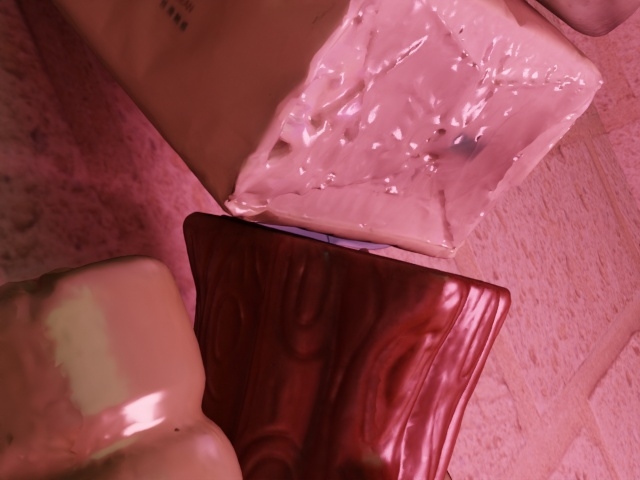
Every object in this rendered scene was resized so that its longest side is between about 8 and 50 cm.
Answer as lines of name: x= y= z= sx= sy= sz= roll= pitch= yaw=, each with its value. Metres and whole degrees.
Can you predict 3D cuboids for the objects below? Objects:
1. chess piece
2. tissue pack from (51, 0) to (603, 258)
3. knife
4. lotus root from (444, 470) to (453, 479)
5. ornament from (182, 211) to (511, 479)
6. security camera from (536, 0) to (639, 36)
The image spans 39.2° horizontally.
chess piece: x=-0.077 y=0.236 z=0.431 sx=0.234 sy=0.234 sz=0.442 roll=-9 pitch=74 yaw=-58
tissue pack: x=-0.030 y=-0.179 z=0.660 sx=0.380 sy=0.207 sz=0.297 roll=48 pitch=22 yaw=30
knife: x=0.000 y=0.000 z=0.904 sx=0.313 sy=0.019 sz=0.044 roll=-1 pitch=74 yaw=-55
lotus root: x=0.070 y=0.252 z=0.744 sx=0.203 sy=0.078 sz=0.183 roll=60 pitch=20 yaw=-25
ornament: x=0.006 y=0.111 z=0.599 sx=0.235 sy=0.221 sz=0.217 roll=14 pitch=91 yaw=-28
security camera: x=0.087 y=-0.245 z=0.589 sx=0.301 sy=0.080 sz=0.157 roll=39 pitch=18 yaw=14
